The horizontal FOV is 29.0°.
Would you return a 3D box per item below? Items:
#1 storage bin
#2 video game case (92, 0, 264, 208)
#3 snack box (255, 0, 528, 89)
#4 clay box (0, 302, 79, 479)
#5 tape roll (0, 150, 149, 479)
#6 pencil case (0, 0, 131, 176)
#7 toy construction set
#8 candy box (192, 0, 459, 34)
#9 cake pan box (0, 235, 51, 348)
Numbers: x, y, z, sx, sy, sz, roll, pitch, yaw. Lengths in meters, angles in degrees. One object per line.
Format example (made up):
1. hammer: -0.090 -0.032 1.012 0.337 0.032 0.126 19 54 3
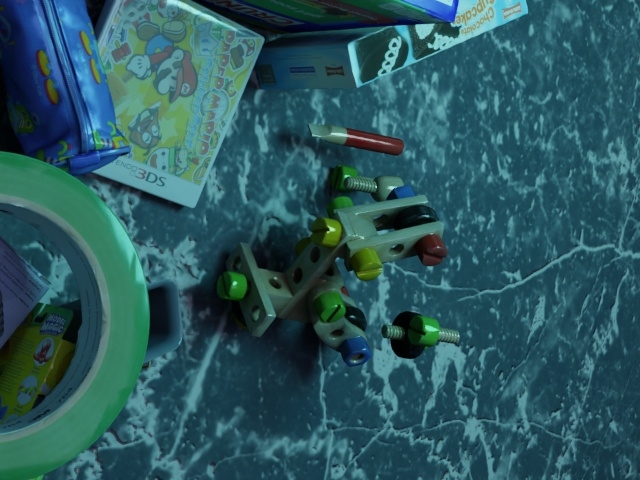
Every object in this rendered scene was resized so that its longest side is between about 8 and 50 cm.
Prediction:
1. storage bin: -0.233 0.099 1.396 0.135 0.091 0.098 -20 108 -54
2. video game case: -0.188 -0.170 1.434 0.206 0.026 0.227 20 94 -40
3. snack box: 0.092 -0.269 1.589 0.322 0.187 0.060 -28 112 -35
4. clay box: -0.321 0.177 1.320 0.053 0.127 0.222 33 74 -39
5. tape roll: -0.329 0.076 1.199 0.321 0.077 0.321 2 86 -28
6. pencil case: -0.290 -0.215 1.286 0.119 0.133 0.306 -16 100 -15
7. toy construction set: 0.000 0.000 1.542 0.237 0.257 0.309 10 67 -29
8. candy box: -0.042 -0.324 1.381 0.268 0.317 0.122 11 90 -39
9. cake pan box: -0.442 0.054 1.243 0.267 0.070 0.246 49 62 -33
